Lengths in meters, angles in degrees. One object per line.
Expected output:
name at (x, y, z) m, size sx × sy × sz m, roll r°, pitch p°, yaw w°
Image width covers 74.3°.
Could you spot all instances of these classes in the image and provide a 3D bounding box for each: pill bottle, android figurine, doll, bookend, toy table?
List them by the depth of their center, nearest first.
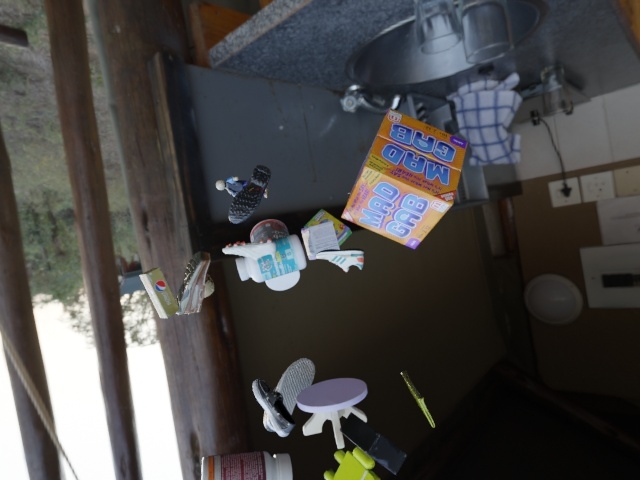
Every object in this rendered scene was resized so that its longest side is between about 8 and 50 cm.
bookend at (0.169, 0.652, 1.362) m, size 0.072 × 0.157 × 0.156 m, roll -53°, pitch -154°, yaw -16°
doll at (-0.286, -0.188, 1.531) m, size 0.188 × 0.046 × 0.129 m, roll 7°, pitch 147°, yaw 0°
android figurine at (0.118, 0.892, 1.533) m, size 0.056 × 0.248 × 0.272 m, roll 35°, pitch 173°, yaw -31°
toy table at (0.054, 0.661, 1.648) m, size 0.274 × 0.161 × 0.252 m, roll -7°, pitch -167°, yaw 5°
pill bottle at (-0.199, 0.079, 1.689) m, size 0.264 × 0.146 × 0.146 m, roll -18°, pitch -178°, yaw -7°
pill bottle at (-0.335, 1.080, 1.903) m, size 0.391 × 0.224 × 0.224 m, roll 2°, pitch 178°, yaw -14°
pill bottle at (-0.232, 0.072, 2.175) m, size 0.210 × 0.210 × 0.363 m, roll -10°, pitch -138°, yaw -13°

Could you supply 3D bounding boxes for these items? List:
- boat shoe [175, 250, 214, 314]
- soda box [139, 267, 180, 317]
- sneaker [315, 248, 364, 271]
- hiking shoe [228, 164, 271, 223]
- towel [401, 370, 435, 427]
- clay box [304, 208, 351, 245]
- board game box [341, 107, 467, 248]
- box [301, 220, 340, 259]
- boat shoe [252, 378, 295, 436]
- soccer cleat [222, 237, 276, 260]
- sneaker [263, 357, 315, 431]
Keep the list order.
boat shoe at (-0.501, 0.179, 1.737) m, size 0.119 × 0.123 × 0.324 m, roll 13°, pitch 126°, yaw -27°
soda box at (-0.587, 0.192, 1.545) m, size 0.061 × 0.181 × 0.058 m, roll -9°, pitch -162°, yaw 44°
sneaker at (0.063, 0.067, 1.375) m, size 0.161 × 0.075 × 0.057 m, roll -2°, pitch -175°, yaw 12°
hiking shoe at (-0.236, -0.142, 1.435) m, size 0.086 × 0.227 × 0.114 m, roll 30°, pitch 159°, yaw 0°
towel at (0.318, 0.509, 1.377) m, size 0.021 × 0.102 × 0.237 m, roll -29°, pitch -177°, yaw 0°
clay box at (0.024, -0.057, 1.998) m, size 0.127 × 0.222 × 0.053 m, roll -46°, pitch 148°, yaw -11°
board game box at (0.344, -0.251, 1.776) m, size 0.356 × 0.356 × 0.356 m, roll 23°, pitch 149°, yaw 0°
box at (0.000, 0.000, 1.779) m, size 0.126 × 0.137 × 0.072 m, roll -16°, pitch -179°, yaw -34°
boat shoe at (-0.163, 0.583, 1.516) m, size 0.076 × 0.228 × 0.080 m, roll -45°, pitch 145°, yaw 12°
soccer cleat at (-0.258, 0.040, 1.534) m, size 0.196 × 0.076 × 0.068 m, roll -6°, pitch -171°, yaw 3°
sneaker at (-0.141, 0.637, 1.759) m, size 0.321 × 0.126 × 0.127 m, roll -54°, pitch -175°, yaw -38°
